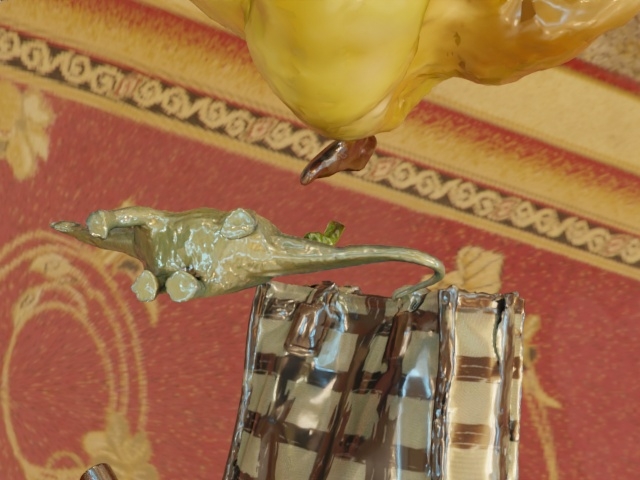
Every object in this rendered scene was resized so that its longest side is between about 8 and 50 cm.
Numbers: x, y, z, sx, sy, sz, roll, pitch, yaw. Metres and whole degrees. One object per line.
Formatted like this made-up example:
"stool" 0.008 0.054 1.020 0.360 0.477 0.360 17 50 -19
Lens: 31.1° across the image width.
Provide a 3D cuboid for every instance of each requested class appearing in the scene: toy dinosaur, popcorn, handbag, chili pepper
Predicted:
"toy dinosaur" -0.087 0.006 0.932 0.363 0.147 0.076 4 95 17
"popcorn" 0.038 -0.208 0.489 0.297 0.281 0.316 -12 61 -43
"handbag" 0.048 0.203 1.154 0.162 0.325 0.327 6 87 -45
"chili pepper" 0.000 0.000 1.127 0.027 0.022 0.083 52 36 7

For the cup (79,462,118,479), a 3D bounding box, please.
"cup" -0.294 0.386 1.301 0.166 0.177 0.239 -16 126 -49
